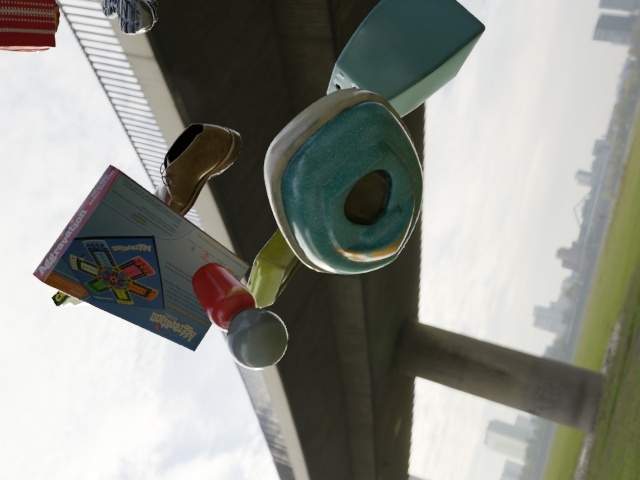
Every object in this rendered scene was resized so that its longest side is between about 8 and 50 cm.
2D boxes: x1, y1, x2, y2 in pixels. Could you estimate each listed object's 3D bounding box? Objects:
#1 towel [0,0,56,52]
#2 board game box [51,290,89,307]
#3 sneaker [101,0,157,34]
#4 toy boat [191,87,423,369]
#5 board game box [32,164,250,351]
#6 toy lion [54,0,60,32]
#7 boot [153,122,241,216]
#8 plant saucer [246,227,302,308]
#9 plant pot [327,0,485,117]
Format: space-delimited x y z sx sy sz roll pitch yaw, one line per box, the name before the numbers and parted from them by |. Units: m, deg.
towel | -0.523 -0.437 1.054 0.198 0.031 0.275 -15 -61 -42
board game box | -0.403 0.082 1.353 0.136 0.030 0.259 -39 -16 14
sneaker | -0.407 -0.523 1.489 0.106 0.267 0.101 -4 -59 -31
toy boat | 0.000 0.000 0.765 0.318 0.148 0.267 -43 -37 -4
board game box | -0.202 0.036 0.825 0.145 0.027 0.281 -58 -34 -8
toy lion | -0.514 -0.407 1.230 0.096 0.034 0.100 78 -155 -72
boot | -0.306 -0.139 1.418 0.305 0.112 0.115 -44 -32 26
plant saucer | -0.057 0.024 1.152 0.188 0.045 0.188 -53 -8 -35
plant pot | 0.134 -0.316 1.182 0.234 0.165 0.165 -45 -6 -18
